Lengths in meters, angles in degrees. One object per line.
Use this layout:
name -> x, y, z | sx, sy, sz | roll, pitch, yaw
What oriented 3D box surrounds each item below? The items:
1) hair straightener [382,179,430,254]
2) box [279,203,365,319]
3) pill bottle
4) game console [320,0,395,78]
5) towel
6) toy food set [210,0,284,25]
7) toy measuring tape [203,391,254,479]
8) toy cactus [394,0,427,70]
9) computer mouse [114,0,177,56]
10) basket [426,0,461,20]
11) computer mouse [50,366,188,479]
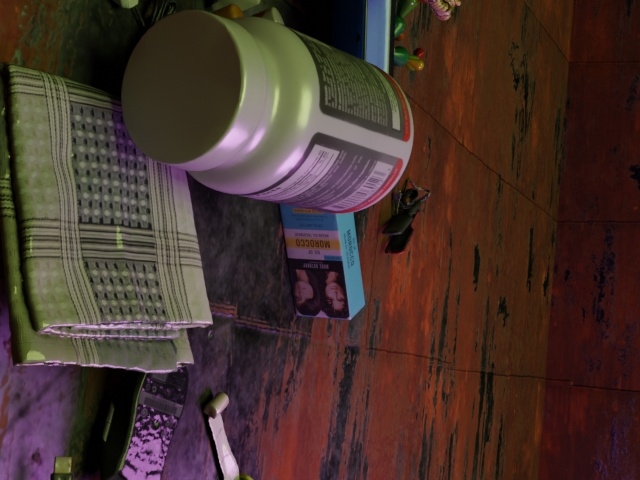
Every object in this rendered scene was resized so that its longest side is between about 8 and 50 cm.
hair straightener -> 0.171, -0.060, 2.097 | 0.230, 0.047, 0.089 | -49, 135, -53
box -> 0.000, 0.000, 1.683 | 0.060, 0.101, 0.244 | -41, 128, -55
pill bottle -> -0.055, -0.152, 1.309 | 0.363, 0.210, 0.210 | 9, 83, -58
game console -> 0.089, -0.343, 1.738 | 0.250, 0.173, 0.293 | 0, 93, -47
towel -> -0.229, -0.014, 1.181 | 0.312, 0.056, 0.324 | 14, 67, -64
toy food set -> -0.122, -0.282, 1.447 | 0.232, 0.105, 0.111 | -79, 146, -60
toy measuring tape -> -0.081, 0.367, 1.528 | 0.121, 0.121, 0.330 | -46, 132, -54
toy cactus -> 0.136, -0.369, 1.957 | 0.180, 0.112, 0.219 | -60, 153, -28
computer mouse -> -0.222, -0.310, 1.257 | 0.106, 0.042, 0.193 | -66, 147, -36
basket -> 0.124, -0.518, 1.701 | 0.223, 0.213, 0.299 | -51, 120, -18
computer mouse -> -0.247, 0.243, 1.247 | 0.184, 0.060, 0.261 | 25, 72, -55
